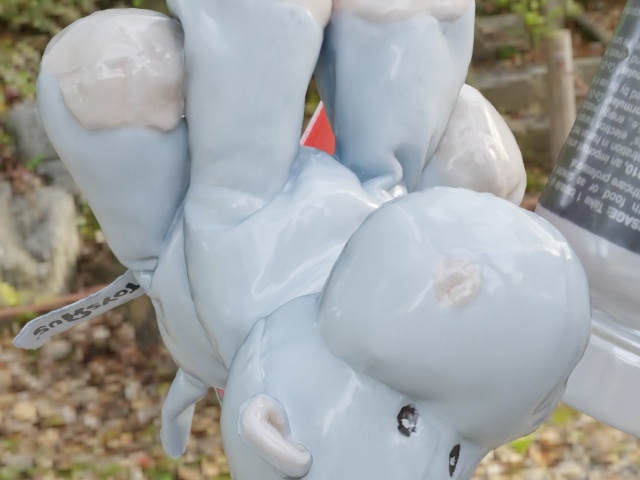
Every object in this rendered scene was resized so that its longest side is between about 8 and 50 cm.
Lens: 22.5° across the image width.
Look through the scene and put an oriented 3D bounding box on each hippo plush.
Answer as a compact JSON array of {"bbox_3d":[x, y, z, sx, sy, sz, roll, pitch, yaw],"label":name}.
[{"bbox_3d":[-0.017,0.017,0.712,0.294,0.234,0.236,-41,34,10],"label":"hippo plush"}]

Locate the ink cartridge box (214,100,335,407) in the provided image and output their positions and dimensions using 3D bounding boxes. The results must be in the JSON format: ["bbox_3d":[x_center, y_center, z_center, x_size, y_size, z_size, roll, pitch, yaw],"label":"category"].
[{"bbox_3d":[0.026,0.048,1.079,0.066,0.261,0.296,10,50,20],"label":"ink cartridge box"}]

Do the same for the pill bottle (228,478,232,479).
[{"bbox_3d":[-0.038,0.186,0.900,0.180,0.108,0.108,-19,14,-15],"label":"pill bottle"}]

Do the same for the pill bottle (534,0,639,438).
[{"bbox_3d":[0.271,-0.048,1.115,0.204,0.361,0.204,23,7,-3],"label":"pill bottle"}]
